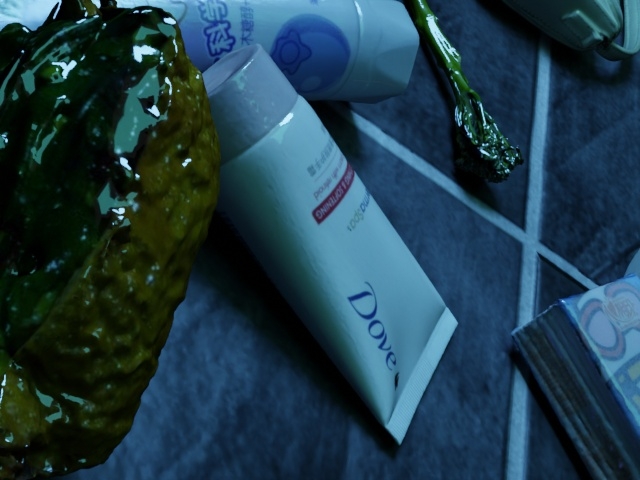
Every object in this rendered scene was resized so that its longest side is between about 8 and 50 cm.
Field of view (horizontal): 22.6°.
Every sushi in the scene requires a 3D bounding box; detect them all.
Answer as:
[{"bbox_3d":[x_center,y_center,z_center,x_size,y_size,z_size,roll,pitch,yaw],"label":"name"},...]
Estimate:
[{"bbox_3d":[-0.144,-0.005,0.804,0.140,0.149,0.287,53,50,-49],"label":"sushi"}]

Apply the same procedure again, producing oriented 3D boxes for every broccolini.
[{"bbox_3d":[0.104,-0.134,1.237,0.044,0.042,0.218,13,49,-39],"label":"broccolini"}]

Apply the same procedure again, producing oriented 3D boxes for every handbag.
[{"bbox_3d":[0.220,-0.270,1.444,0.219,0.079,0.256,37,38,-34],"label":"handbag"}]

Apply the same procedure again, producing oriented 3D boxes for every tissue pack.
[{"bbox_3d":[0.216,0.108,1.125,0.115,0.065,0.155,-13,67,-51],"label":"tissue pack"}]

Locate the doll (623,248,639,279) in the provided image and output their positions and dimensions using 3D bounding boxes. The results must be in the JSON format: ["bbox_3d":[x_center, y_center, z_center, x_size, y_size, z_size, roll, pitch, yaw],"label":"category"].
[{"bbox_3d":[0.363,0.098,1.225,0.290,0.130,0.161,28,31,-4],"label":"doll"}]

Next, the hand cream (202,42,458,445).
[{"bbox_3d":[0.000,0.000,0.999,0.248,0.083,0.133,52,38,-17],"label":"hand cream"}]

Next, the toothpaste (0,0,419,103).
[{"bbox_3d":[-0.104,-0.143,1.024,0.371,0.080,0.125,5,63,-34],"label":"toothpaste"}]
